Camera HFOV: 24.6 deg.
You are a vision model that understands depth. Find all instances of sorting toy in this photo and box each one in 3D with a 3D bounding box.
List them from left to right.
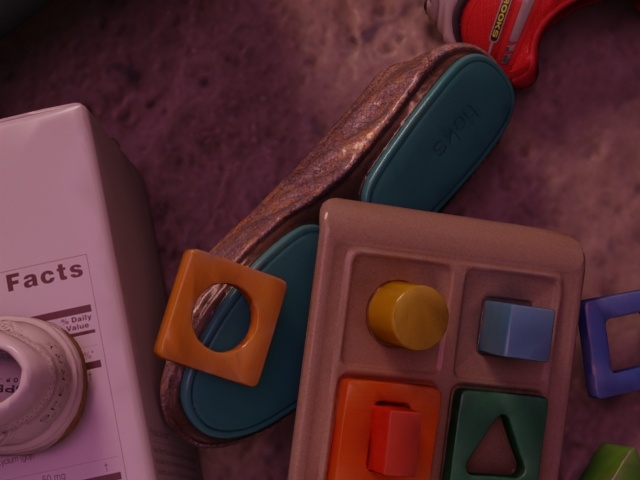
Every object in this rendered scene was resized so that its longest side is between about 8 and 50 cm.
[{"bbox_3d":[0.075,0.081,0.850,0.348,0.047,0.196,7,85,-25],"label":"sorting toy"}]

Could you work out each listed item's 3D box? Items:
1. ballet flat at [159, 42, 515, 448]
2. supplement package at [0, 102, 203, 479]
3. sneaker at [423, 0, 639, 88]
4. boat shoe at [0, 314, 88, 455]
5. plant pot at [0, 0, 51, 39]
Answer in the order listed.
[{"bbox_3d":[0.000,0.000,0.910,0.316,0.106,0.107,-46,118,-22],"label":"ballet flat"},{"bbox_3d":[-0.178,0.095,0.871,0.175,0.177,0.292,-13,77,2],"label":"supplement package"},{"bbox_3d":[0.198,-0.209,0.968,0.279,0.107,0.118,-44,85,4],"label":"sneaker"},{"bbox_3d":[-0.264,0.068,0.744,0.277,0.096,0.098,-5,78,6],"label":"boat shoe"},{"bbox_3d":[-0.280,-0.231,0.887,0.334,0.341,0.341,-43,80,2],"label":"plant pot"}]
